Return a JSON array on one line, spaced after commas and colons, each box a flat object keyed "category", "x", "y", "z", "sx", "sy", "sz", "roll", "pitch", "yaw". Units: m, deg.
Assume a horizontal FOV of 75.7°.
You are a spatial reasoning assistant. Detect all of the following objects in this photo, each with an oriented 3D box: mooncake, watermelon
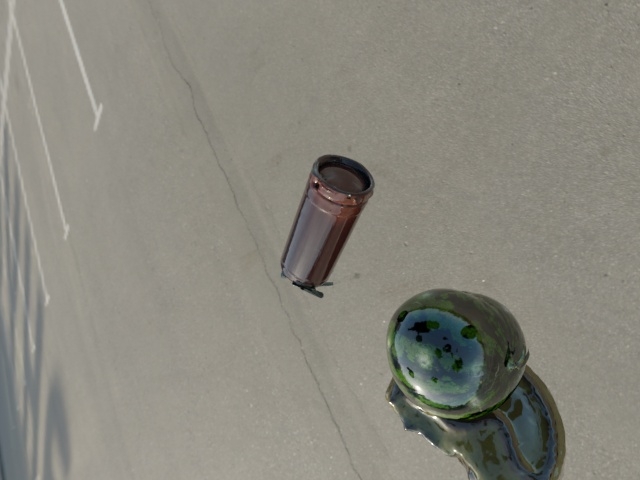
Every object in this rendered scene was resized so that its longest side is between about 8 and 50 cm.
[{"category": "mooncake", "x": 0.365, "y": 0.445, "z": 0.996, "sx": 0.394, "sy": 0.246, "sz": 0.393, "roll": -6, "pitch": 65, "yaw": 27}, {"category": "watermelon", "x": 0.257, "y": 0.215, "z": 0.805, "sx": 0.269, "sy": 0.269, "sz": 0.268, "roll": 7, "pitch": 100, "yaw": 46}]

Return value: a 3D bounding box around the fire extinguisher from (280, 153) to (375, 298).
[{"category": "fire extinguisher", "x": 0.000, "y": 0.000, "z": 0.663, "sx": 0.105, "sy": 0.105, "sz": 0.269, "roll": 52, "pitch": 139, "yaw": 29}]
